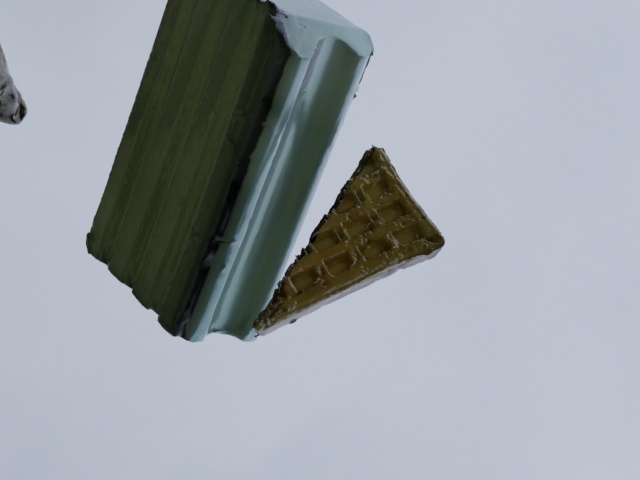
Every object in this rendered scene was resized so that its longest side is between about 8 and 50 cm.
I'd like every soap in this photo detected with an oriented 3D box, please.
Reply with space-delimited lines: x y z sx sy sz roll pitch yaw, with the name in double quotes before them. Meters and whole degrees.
"soap" -0.071 -0.064 1.196 0.150 0.094 0.261 41 -63 42

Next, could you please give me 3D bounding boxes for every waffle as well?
"waffle" 0.000 0.000 1.117 0.097 0.152 0.023 55 -20 26

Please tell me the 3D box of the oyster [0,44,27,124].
"oyster" -0.344 -0.205 1.101 0.204 0.396 0.111 -31 -140 53
